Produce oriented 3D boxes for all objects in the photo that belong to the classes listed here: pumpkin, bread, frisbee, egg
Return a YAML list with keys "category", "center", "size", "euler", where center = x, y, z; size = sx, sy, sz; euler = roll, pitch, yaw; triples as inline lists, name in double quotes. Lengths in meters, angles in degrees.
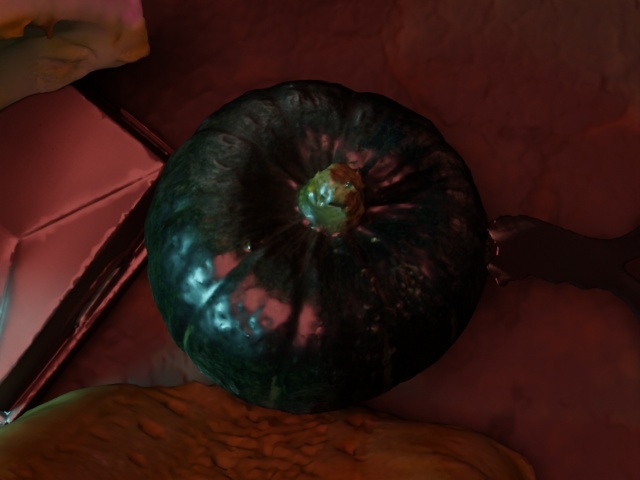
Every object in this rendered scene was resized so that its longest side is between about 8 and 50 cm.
- category: "pumpkin"
  center: [-0.002, 0.001, 1.047]
  size: [0.212, 0.152, 0.211]
  euler: [-3, 63, 5]
- category: "bread"
  center: [-0.063, 0.244, 0.944]
  size: [0.361, 0.394, 0.250]
  euler: [7, 101, 7]
- category: "frisbee"
  center: [0.180, 0.010, 1.055]
  size: [0.187, 0.012, 0.211]
  euler: [12, 84, -23]
- category: "egg"
  center: [-0.259, -0.096, 1.013]
  size: [0.162, 0.206, 0.271]
  euler: [23, 78, 43]

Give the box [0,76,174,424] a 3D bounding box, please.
- category: "box"
  center: [-0.222, -0.024, 1.132]
  size: [0.215, 0.086, 0.215]
  euler: [39, 92, 12]
